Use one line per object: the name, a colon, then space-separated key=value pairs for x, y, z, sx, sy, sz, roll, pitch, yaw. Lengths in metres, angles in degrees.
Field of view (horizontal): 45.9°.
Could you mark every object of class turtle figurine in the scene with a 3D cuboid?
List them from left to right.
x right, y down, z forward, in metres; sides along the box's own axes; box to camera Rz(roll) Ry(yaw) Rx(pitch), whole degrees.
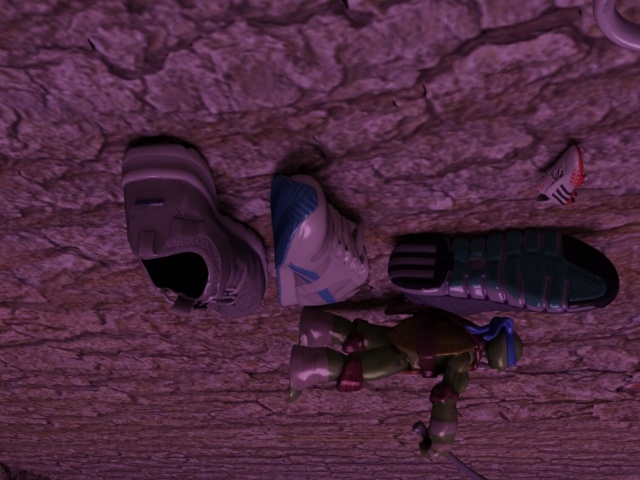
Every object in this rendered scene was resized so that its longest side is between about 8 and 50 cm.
turtle figurine: x=0.101 y=0.178 z=0.927 sx=0.266 sy=0.197 sz=0.274 roll=5 pitch=150 yaw=5

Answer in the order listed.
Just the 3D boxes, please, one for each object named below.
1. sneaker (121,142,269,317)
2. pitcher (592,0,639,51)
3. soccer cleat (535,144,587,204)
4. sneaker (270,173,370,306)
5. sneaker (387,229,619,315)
sneaker: x=-0.128 y=0.026 z=0.737 sx=0.105 sy=0.115 sz=0.281 roll=-4 pitch=152 yaw=14
pitcher: x=0.261 y=-0.136 z=0.371 sx=0.207 sy=0.125 sz=0.178 roll=17 pitch=154 yaw=-6
soccer cleat: x=0.202 y=-0.053 z=0.639 sx=0.036 sy=0.029 sz=0.083 roll=-4 pitch=157 yaw=6
sneaker: x=0.000 y=0.000 z=0.720 sx=0.092 sy=0.087 sz=0.228 roll=-3 pitch=160 yaw=-1
sneaker: x=0.186 y=0.041 z=0.778 sx=0.224 sy=0.083 sz=0.098 roll=6 pitch=156 yaw=18
